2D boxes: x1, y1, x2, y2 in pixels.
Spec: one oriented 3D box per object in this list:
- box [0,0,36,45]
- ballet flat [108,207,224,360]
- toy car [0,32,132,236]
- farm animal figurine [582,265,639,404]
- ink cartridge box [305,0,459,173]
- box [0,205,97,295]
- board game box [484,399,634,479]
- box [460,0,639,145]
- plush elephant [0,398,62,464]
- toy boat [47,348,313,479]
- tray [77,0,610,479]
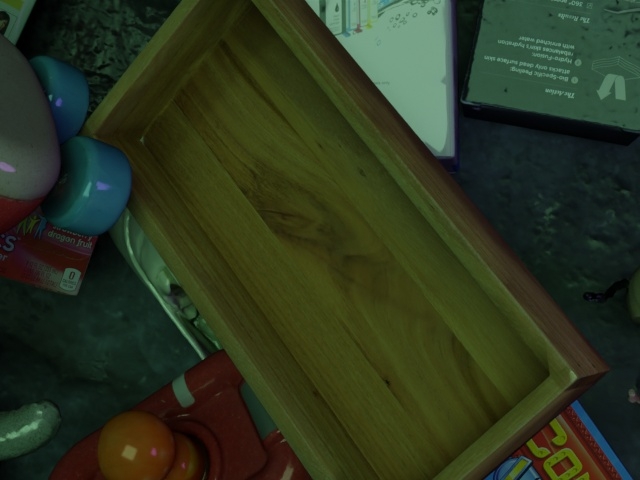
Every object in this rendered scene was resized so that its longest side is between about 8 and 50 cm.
[{"bbox_3d":[-0.325,-0.219,1.130,0.100,0.060,0.244,26,87,-33],"label":"box"},{"bbox_3d":[-0.076,0.057,1.085,0.139,0.139,0.400,-35,84,5],"label":"ballet flat"},{"bbox_3d":[-0.309,-0.038,0.920,0.238,0.219,0.210,-50,47,20],"label":"toy car"},{"bbox_3d":[0.410,0.148,1.010,0.326,0.172,0.330,-16,78,-5],"label":"farm animal figurine"},{"bbox_3d":[0.033,-0.177,1.056,0.168,0.171,0.233,-1,88,8],"label":"ink cartridge box"},{"bbox_3d":[-0.321,-0.054,1.061,0.256,0.122,0.128,19,92,-32],"label":"box"},{"bbox_3d":[0.130,0.276,1.014,0.302,0.086,0.308,-35,109,6],"label":"board game box"},{"bbox_3d":[0.213,-0.176,1.071,0.155,0.093,0.158,11,89,7],"label":"box"},{"bbox_3d":[-0.332,0.203,1.042,0.330,0.272,0.255,18,93,9],"label":"plush elephant"},{"bbox_3d":[-0.120,0.172,0.938,0.231,0.151,0.151,-34,57,9],"label":"toy boat"},{"bbox_3d":[0.000,0.000,0.905,0.203,0.076,0.411,-46,66,23],"label":"tray"}]
